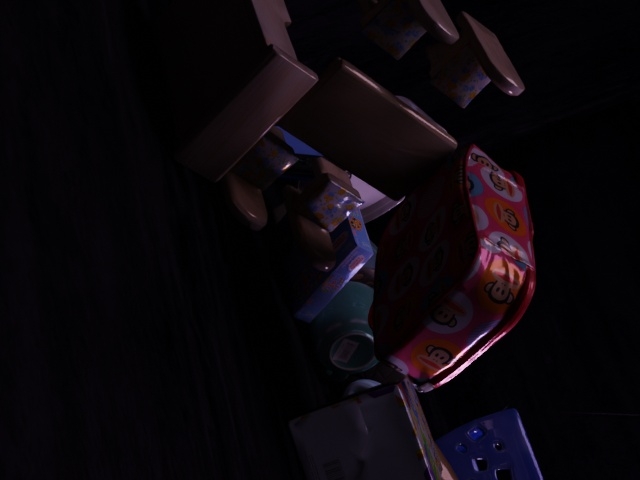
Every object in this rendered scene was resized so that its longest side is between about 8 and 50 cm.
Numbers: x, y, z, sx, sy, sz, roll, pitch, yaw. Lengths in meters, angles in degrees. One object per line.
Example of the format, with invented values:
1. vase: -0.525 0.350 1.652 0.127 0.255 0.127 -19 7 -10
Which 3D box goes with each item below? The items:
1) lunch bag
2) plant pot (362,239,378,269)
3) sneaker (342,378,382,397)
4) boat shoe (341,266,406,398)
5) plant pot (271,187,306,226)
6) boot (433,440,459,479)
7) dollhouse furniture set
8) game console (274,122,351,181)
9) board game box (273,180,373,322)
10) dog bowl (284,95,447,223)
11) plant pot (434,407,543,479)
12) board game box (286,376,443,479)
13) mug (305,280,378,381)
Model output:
1. lunch bag: 0.151 0.041 1.570 0.120 0.258 0.293 31 34 -18
2. plant pot: 0.102 0.120 2.548 0.234 0.165 0.166 62 5 -2
3. sneaker: 0.111 0.372 1.840 0.366 0.135 0.150 62 8 29
4. boat shoe: 0.098 0.200 2.037 0.116 0.123 0.324 -17 103 -74
5. plant pot: -0.024 -0.029 2.067 0.096 0.109 0.109 58 4 3
6. boot: 0.109 0.387 1.729 0.269 0.236 0.089 49 -32 1
7. dollhouse furniture set: 0.008 -0.148 1.497 0.394 0.362 0.256 30 28 -36
8. game console: -0.075 -0.213 1.883 0.293 0.250 0.173 -96 -168 -71
9. board game box: 0.000 0.000 1.891 0.039 0.160 0.211 27 30 -29
10. dog bowl: 0.082 -0.151 2.443 0.102 0.348 0.349 58 0 22
11. plant pot: 0.226 0.433 2.010 0.236 0.212 0.236 118 -42 -59
12. board game box: 0.065 0.263 1.558 0.275 0.142 0.144 30 40 -83
13. mug: 0.048 0.153 1.912 0.097 0.129 0.158 -102 170 -56
